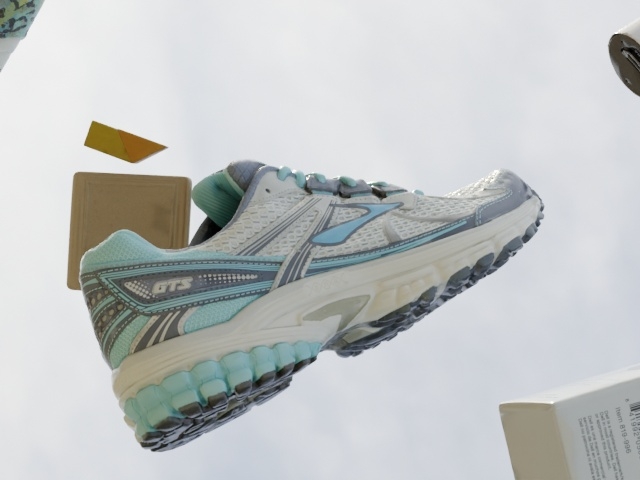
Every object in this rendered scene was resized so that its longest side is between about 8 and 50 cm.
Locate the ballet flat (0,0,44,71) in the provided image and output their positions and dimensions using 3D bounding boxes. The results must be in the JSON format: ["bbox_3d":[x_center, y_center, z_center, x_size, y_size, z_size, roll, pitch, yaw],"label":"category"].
[{"bbox_3d":[-0.247,-0.124,1.305,0.188,0.070,0.070,-14,-94,38],"label":"ballet flat"}]

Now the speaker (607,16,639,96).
[{"bbox_3d":[0.270,-0.155,1.388,0.055,0.136,0.055,47,-21,25],"label":"speaker"}]

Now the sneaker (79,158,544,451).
[{"bbox_3d":[0.000,0.000,1.041,0.122,0.283,0.110,61,-35,8],"label":"sneaker"}]

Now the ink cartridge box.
[{"bbox_3d":[0.240,0.153,1.292,0.087,0.208,0.153,169,-92,-70],"label":"ink cartridge box"}]

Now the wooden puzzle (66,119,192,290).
[{"bbox_3d":[-0.107,-0.005,1.098,0.078,0.014,0.116,10,-90,14],"label":"wooden puzzle"}]
